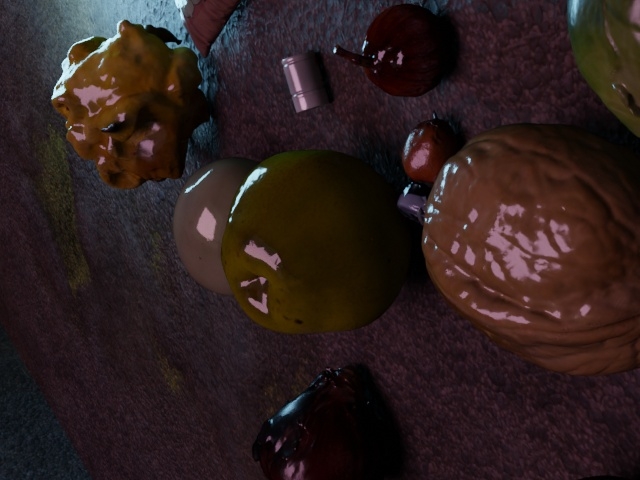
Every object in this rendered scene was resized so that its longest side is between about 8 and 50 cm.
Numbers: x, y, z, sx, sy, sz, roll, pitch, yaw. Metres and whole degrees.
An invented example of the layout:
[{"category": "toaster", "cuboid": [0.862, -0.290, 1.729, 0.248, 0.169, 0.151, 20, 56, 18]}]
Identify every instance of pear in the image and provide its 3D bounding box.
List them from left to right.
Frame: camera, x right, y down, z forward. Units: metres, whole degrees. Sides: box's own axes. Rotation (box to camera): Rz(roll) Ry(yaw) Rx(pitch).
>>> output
[{"category": "pear", "cuboid": [0.000, 0.000, 1.729, 0.294, 0.294, 0.294, 36, 136, 46]}]

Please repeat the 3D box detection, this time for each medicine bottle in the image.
[{"category": "medicine bottle", "cuboid": [-0.024, -0.253, 1.842, 0.057, 0.057, 0.089, -11, 97, 61]}]

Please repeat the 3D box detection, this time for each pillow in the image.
[{"category": "pillow", "cuboid": [-0.206, -0.465, 2.001, 0.223, 0.084, 0.236, 62, 152, 12]}]

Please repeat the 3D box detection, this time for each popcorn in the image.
[{"category": "popcorn", "cuboid": [-0.348, -0.251, 2.181, 0.297, 0.281, 0.315, -26, 106, 24]}]

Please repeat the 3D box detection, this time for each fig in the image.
[{"category": "fig", "cuboid": [0.108, -0.260, 1.551, 0.128, 0.150, 0.128, -10, 71, 32]}]

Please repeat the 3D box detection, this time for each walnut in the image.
[{"category": "walnut", "cuboid": [0.269, 0.007, 1.300, 0.313, 0.252, 0.277, 31, 120, 44]}]

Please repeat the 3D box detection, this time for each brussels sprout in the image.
[{"category": "brussels sprout", "cuboid": [0.348, -0.206, 1.099, 0.244, 0.244, 0.244, 36, 136, 46]}]

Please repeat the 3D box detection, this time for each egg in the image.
[{"category": "egg", "cuboid": [-0.149, -0.024, 2.026, 0.219, 0.219, 0.269, 50, 140, 33]}]

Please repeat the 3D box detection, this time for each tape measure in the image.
[{"category": "tape measure", "cuboid": [0.155, -0.045, 1.630, 0.091, 0.094, 0.054, 19, 79, 58]}]

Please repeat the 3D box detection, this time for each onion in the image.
[{"category": "onion", "cuboid": [-0.003, 0.368, 2.014, 0.281, 0.221, 0.280, -170, 90, -74]}]

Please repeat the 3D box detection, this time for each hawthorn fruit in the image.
[{"category": "hawthorn fruit", "cuboid": [0.152, -0.129, 1.596, 0.081, 0.081, 0.093, 37, 133, 46]}]

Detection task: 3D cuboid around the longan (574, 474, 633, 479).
[{"category": "longan", "cuboid": [0.365, 0.403, 1.398, 0.248, 0.248, 0.248, 36, 136, 46]}]
